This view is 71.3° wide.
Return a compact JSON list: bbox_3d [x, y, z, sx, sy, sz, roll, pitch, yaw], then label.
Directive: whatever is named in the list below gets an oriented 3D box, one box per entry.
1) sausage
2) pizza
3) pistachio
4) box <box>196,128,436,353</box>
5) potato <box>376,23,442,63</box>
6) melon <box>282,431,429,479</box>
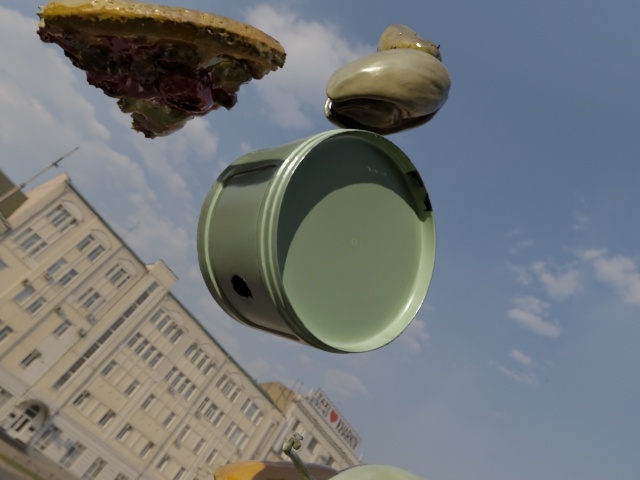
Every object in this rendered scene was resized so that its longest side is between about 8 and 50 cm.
[{"bbox_3d":[-0.007,0.441,0.764,0.354,0.115,0.134,9,-16,-19],"label":"sausage"},{"bbox_3d":[-0.320,-0.317,0.946,0.441,0.130,0.406,1,-21,-21],"label":"pizza"},{"bbox_3d":[0.117,-0.257,0.769,0.153,0.238,0.137,58,-23,27],"label":"pistachio"},{"bbox_3d":[0.000,0.000,0.492,0.149,0.226,0.226,0,-48,51],"label":"box"},{"bbox_3d":[0.198,-0.415,1.027,0.137,0.137,0.175,85,-16,-48],"label":"potato"},{"bbox_3d":[0.068,0.372,0.429,0.307,0.272,0.271,-116,-174,-49],"label":"melon"}]
